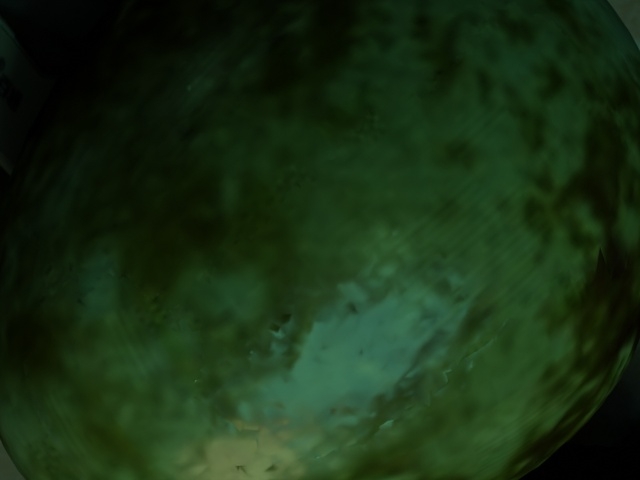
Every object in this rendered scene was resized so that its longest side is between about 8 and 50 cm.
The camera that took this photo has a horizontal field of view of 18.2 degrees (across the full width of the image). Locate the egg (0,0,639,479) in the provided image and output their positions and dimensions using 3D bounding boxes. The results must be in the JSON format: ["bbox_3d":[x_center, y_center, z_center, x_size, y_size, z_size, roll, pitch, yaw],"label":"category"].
[{"bbox_3d":[0.000,0.000,0.753,0.289,0.238,0.238,-43,137,-22],"label":"egg"}]

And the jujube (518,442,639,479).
[{"bbox_3d":[0.094,0.236,1.000,0.376,0.258,0.258,-12,132,3],"label":"jujube"}]

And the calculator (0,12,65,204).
[{"bbox_3d":[-0.176,0.012,0.718,0.177,0.040,0.268,55,51,-48],"label":"calculator"}]
